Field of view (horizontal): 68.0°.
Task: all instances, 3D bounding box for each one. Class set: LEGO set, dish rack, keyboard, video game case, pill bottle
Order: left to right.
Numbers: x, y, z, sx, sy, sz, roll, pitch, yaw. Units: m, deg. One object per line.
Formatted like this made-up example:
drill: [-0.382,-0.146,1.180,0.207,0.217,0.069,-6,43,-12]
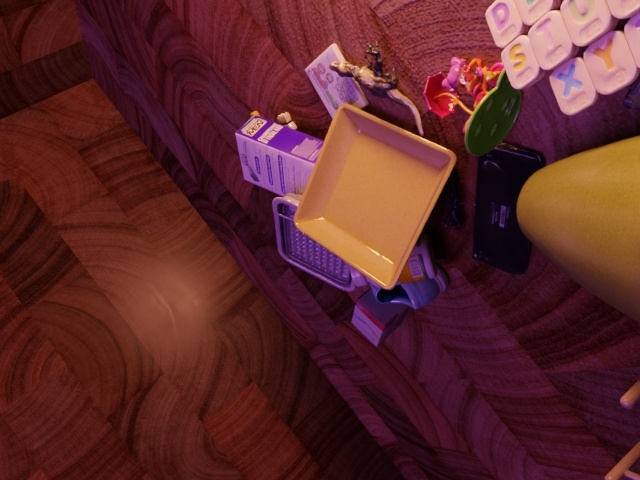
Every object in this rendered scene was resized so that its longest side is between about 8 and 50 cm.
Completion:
LEGO set: [-0.180,-0.362,1.472,0.227,0.087,0.093,10,132,55]
dish rack: [0.000,0.000,1.405,0.285,0.072,0.333,25,148,15]
video game case: [0.037,-0.376,1.154,0.157,0.019,0.143,58,155,-11]
pill bottle: [0.186,0.059,1.229,0.208,0.118,0.118,-14,119,19]
keyboard: [0.350,-0.070,0.994,0.201,0.033,0.317,25,143,35]

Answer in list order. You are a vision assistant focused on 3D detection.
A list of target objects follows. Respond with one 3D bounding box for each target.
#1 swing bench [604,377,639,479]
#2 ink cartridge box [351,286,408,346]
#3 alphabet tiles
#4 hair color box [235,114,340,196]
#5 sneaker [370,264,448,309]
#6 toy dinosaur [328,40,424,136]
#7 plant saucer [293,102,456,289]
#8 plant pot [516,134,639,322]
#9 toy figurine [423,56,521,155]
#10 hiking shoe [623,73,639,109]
swing bench: [0.592,0.264,0.763,0.165,0.254,0.254,15,138,40]
ink cartridge box: [0.194,0.237,1.556,0.127,0.128,0.176,42,153,23]
alphabet tiles: [0.327,-0.318,0.601,0.284,0.021,0.278,-31,75,67]
hair color box: [-0.069,-0.210,1.359,0.338,0.110,0.185,24,146,18]
sneaker: [0.182,0.102,1.373,0.365,0.150,0.135,12,133,55]
toy dinosaur: [0.128,-0.335,1.000,0.268,0.064,0.118,43,168,18]
plant saucer: [0.124,-0.108,1.120,0.332,0.080,0.333,35,111,32]
plant pot: [0.434,-0.032,0.673,0.275,0.274,0.293,62,171,-19]
toy figurine: [0.255,-0.263,0.835,0.159,0.130,0.173,46,134,37]
hiking shoe: [0.466,-0.223,0.547,0.114,0.086,0.227,35,160,15]
